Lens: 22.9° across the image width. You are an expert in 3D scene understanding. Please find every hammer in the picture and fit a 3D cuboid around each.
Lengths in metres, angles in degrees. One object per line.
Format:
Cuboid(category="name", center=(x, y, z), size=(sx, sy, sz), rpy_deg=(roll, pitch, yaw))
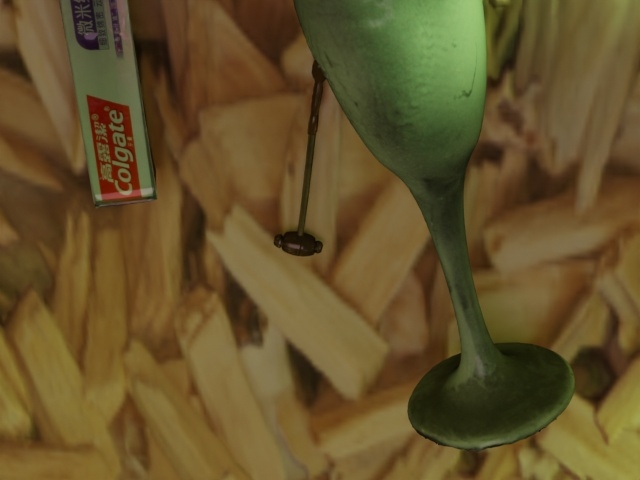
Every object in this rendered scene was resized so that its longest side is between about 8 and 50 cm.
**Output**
Cuboid(category="hammer", center=(-0.006, -0.045, 0.888), size=(0.029, 0.014, 0.123), rpy_deg=(6, 119, -3))

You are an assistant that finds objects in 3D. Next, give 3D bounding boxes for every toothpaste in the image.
Cuboid(category="toothpaste", center=(-0.119, -0.114, 0.850), size=(0.040, 0.047, 0.196), rpy_deg=(-6, 120, -2))

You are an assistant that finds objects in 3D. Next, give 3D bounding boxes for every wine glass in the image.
Cuboid(category="wine glass", center=(0.000, 0.000, 0.783), size=(0.096, 0.264, 0.310), rpy_deg=(15, 131, 45))
